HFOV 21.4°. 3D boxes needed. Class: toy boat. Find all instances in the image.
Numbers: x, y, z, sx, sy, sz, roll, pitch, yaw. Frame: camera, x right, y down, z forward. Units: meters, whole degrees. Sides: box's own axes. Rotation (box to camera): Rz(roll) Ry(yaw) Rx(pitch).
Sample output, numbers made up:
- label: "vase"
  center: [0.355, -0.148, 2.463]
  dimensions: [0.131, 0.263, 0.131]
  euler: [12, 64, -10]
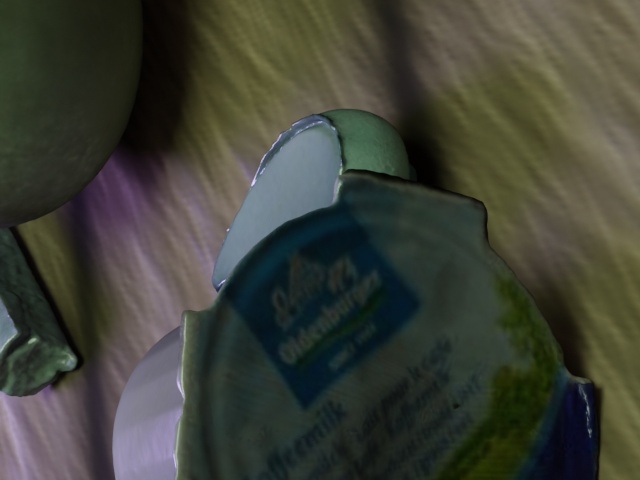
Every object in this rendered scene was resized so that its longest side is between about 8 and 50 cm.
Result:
- label: "toy boat"
  center: [0.000, 0.000, 1.159]
  dimensions: [0.207, 0.079, 0.134]
  euler: [-59, 34, 32]

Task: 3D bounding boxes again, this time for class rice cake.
- label: "rice cake"
  center: [-0.276, 0.053, 1.440]
  dimensions: [0.069, 0.063, 0.206]
  euler: [-56, 44, 23]

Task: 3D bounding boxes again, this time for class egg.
- label: "egg"
  center: [-0.269, -0.177, 1.359]
  dimensions: [0.258, 0.258, 0.352]
  euler: [-25, 64, 41]

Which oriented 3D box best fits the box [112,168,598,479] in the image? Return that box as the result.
- label: "box"
  center: [0.012, 0.130, 1.009]
  dimensions: [0.262, 0.291, 0.206]
  euler: [-44, 11, -30]
